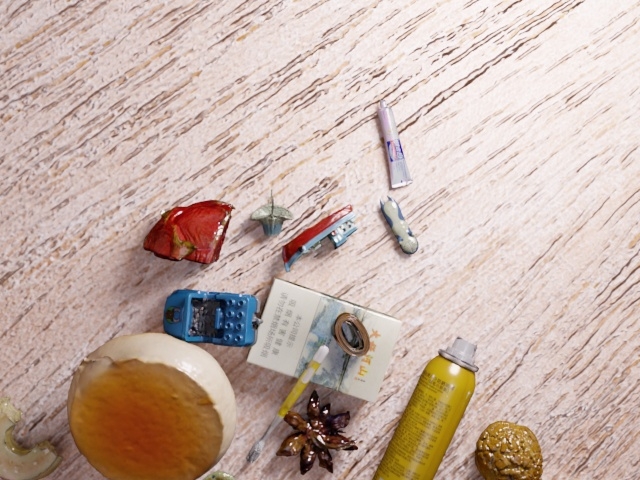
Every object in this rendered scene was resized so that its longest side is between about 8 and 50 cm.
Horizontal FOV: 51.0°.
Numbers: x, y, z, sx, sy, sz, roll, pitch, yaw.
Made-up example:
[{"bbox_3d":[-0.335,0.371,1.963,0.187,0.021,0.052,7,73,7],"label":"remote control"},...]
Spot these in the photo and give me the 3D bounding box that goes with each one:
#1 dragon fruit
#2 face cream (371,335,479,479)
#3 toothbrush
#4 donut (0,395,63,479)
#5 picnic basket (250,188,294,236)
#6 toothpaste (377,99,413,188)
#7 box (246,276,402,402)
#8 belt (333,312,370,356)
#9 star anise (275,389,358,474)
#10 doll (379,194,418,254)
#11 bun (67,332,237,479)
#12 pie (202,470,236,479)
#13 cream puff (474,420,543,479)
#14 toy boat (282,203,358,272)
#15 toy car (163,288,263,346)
[{"bbox_3d":[-0.245,-0.022,1.219,0.160,0.120,0.127,9,85,-1],"label":"dragon fruit"},{"bbox_3d":[0.206,0.348,1.279,0.105,0.105,0.349,25,89,-6],"label":"face cream"},{"bbox_3d":[-0.063,0.308,1.243,0.021,0.024,0.288,29,109,-7],"label":"toothbrush"},{"bbox_3d":[-0.559,0.375,1.227,0.108,0.065,0.166,-45,96,-2],"label":"donut"},{"bbox_3d":[-0.092,-0.052,1.262,0.083,0.065,0.083,-2,113,-1],"label":"picnic basket"},{"bbox_3d":[0.139,-0.187,1.293,0.045,0.028,0.170,-15,95,-12],"label":"toothpaste"},{"bbox_3d":[0.006,0.187,1.272,0.256,0.069,0.164,19,90,-5],"label":"box"},{"bbox_3d":[0.055,0.173,1.222,0.059,0.036,0.083,-28,92,-3],"label":"belt"},{"bbox_3d":[-0.011,0.371,1.285,0.167,0.057,0.168,0,90,4],"label":"star anise"},{"bbox_3d":[0.152,-0.029,1.299,0.037,0.027,0.125,-29,94,4],"label":"doll"},{"bbox_3d":[-0.292,0.284,1.191,0.298,0.165,0.299,0,111,1],"label":"bun"},{"bbox_3d":[-0.197,0.484,1.286,0.084,0.021,0.084,0,92,-6],"label":"pie"},{"bbox_3d":[0.366,0.419,1.296,0.126,0.103,0.144,-19,88,-3],"label":"cream puff"},{"bbox_3d":[0.000,0.000,1.265,0.172,0.069,0.059,-33,86,-8],"label":"toy boat"},{"bbox_3d":[-0.204,0.139,1.213,0.191,0.100,0.097,2,84,16],"label":"toy car"}]
